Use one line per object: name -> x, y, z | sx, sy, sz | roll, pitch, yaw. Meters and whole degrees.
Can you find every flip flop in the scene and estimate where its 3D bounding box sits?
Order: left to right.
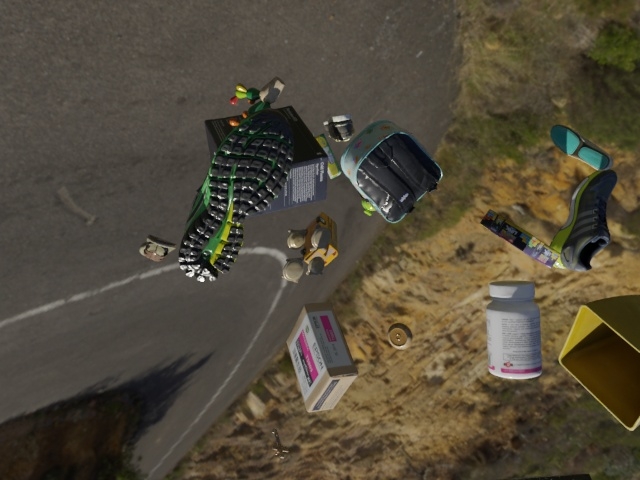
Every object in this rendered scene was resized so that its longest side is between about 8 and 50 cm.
flip flop -> -0.620, 0.041, 2.070 | 0.277, 0.112, 0.080 | -19, -127, 56

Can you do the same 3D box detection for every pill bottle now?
pill bottle -> 0.601, 0.272, 1.724 | 0.160, 0.283, 0.160 | -3, -178, 0

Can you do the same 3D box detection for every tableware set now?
tableware set -> -0.038, 0.036, 1.520 | 0.141, 0.020, 0.169 | 1, 105, -34

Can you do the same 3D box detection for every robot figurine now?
robot figurine -> 0.211, -0.158, 2.298 | 0.101, 0.067, 0.115 | -59, -168, 1

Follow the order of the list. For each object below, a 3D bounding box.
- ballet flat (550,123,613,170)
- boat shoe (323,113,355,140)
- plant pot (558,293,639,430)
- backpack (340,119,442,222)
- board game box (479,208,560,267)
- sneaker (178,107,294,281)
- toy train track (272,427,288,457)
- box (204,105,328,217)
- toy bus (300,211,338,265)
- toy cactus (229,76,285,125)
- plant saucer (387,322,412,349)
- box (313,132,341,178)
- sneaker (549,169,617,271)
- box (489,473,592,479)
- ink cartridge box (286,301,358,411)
ballet flat -> 0.629, -0.222, 1.336 | 0.052, 0.168, 0.057 | -13, 141, -45
boat shoe -> 0.075, -0.425, 2.125 | 0.109, 0.091, 0.305 | -11, -172, -1
plant pot -> 0.693, 0.241, 1.213 | 0.187, 0.212, 0.212 | -20, 135, -19
backpack -> 0.137, -0.156, 1.148 | 0.166, 0.144, 0.188 | -43, 136, 12
board game box -> 0.495, -0.003, 1.369 | 0.170, 0.141, 0.048 | 21, 106, -43
sneaker -> -0.171, -0.098, 1.024 | 0.344, 0.134, 0.146 | -55, -150, 20
toy train track -> -0.106, 0.502, 1.363 | 0.014, 0.048, 0.083 | -52, -146, 19
box -> -0.180, -0.263, 1.814 | 0.312, 0.343, 0.179 | -14, 135, -16
toy bus -> 0.000, 0.000, 2.356 | 0.108, 0.130, 0.333 | -42, -160, 19
toy cactus -> -0.175, -0.376, 1.514 | 0.112, 0.219, 0.180 | 26, 118, -40
plant saucer -> 0.241, 0.296, 1.698 | 0.083, 0.083, 0.015 | -47, 161, 26
box -> 0.020, -0.318, 2.031 | 0.043, 0.179, 0.105 | -27, -178, -2
sneaker -> 0.740, -0.047, 1.503 | 0.121, 0.111, 0.300 | 36, -71, 59
box -> 0.395, 0.513, 0.919 | 0.231, 0.183, 0.056 | -90, 175, -52
ink cartridge box -> -0.003, 0.318, 1.519 | 0.088, 0.235, 0.193 | -1, 137, -25
